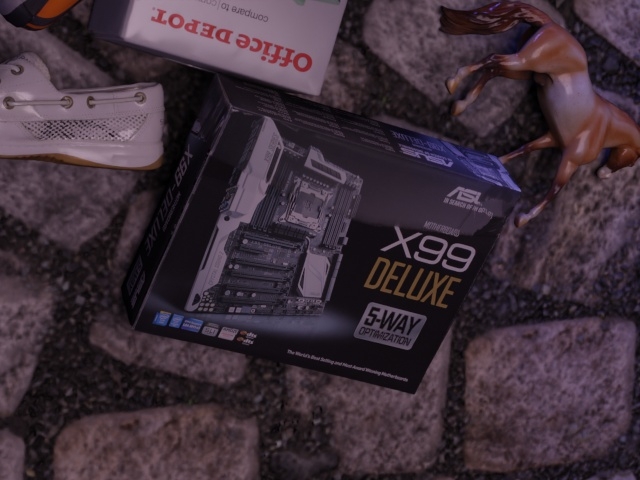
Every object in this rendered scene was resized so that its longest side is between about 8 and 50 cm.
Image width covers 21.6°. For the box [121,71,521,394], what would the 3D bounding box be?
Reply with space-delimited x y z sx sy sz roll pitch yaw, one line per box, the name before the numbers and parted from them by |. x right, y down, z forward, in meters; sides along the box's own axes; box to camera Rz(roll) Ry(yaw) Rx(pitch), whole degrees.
box | 0.000 0.000 1.573 0.307 0.076 0.242 16 116 -24

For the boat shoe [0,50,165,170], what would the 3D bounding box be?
boat shoe | -0.266 -0.120 1.474 0.277 0.098 0.096 3 99 -32

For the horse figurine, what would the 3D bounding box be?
horse figurine | 0.222 -0.141 1.686 0.174 0.066 0.263 -33 113 -7

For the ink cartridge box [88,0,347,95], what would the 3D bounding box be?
ink cartridge box | -0.069 -0.287 1.507 0.201 0.117 0.278 14 95 -24

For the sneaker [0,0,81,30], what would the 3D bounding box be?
sneaker | -0.067 -0.226 1.158 0.321 0.124 0.180 -46 117 -9
